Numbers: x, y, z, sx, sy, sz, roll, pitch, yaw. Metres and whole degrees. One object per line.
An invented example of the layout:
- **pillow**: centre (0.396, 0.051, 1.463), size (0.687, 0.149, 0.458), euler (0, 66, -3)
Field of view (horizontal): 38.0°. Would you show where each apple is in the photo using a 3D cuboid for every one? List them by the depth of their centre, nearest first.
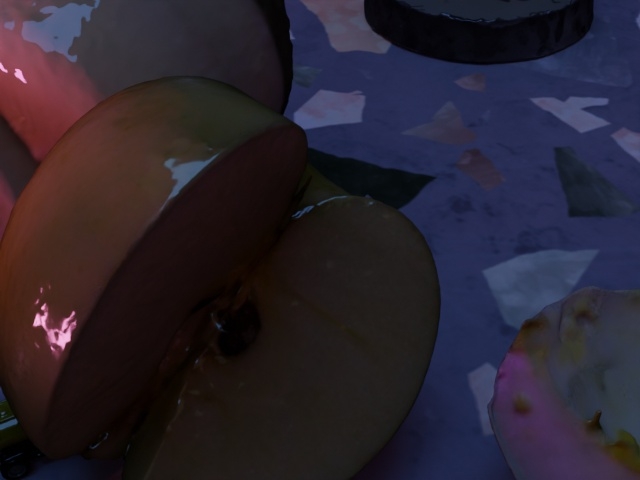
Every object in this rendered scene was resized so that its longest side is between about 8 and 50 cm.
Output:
- **apple**: centre (-0.086, 0.035, 0.649), size (0.257, 0.295, 0.233), euler (-54, 37, 0)

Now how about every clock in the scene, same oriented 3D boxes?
- **clock**: centre (0.212, -0.340, 1.246), size (0.313, 0.061, 0.312), euler (-1, 40, 1)

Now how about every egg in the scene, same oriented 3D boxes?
- **egg**: centre (0.263, 0.115, 0.629), size (0.271, 0.206, 0.162), euler (-12, 6, 16)

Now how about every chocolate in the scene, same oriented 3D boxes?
- **chocolate**: centre (-0.220, -0.140, 0.827), size (0.314, 0.326, 0.297), euler (-24, 17, 45)

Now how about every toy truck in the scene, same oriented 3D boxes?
- **toy truck**: centre (-0.210, 0.136, 0.707), size (0.083, 0.054, 0.049), euler (-20, 43, -21)

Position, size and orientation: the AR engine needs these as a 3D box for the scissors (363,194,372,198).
- **scissors**: centre (0.000, 0.000, 0.869), size (0.134, 0.020, 0.187), euler (5, 31, 14)
